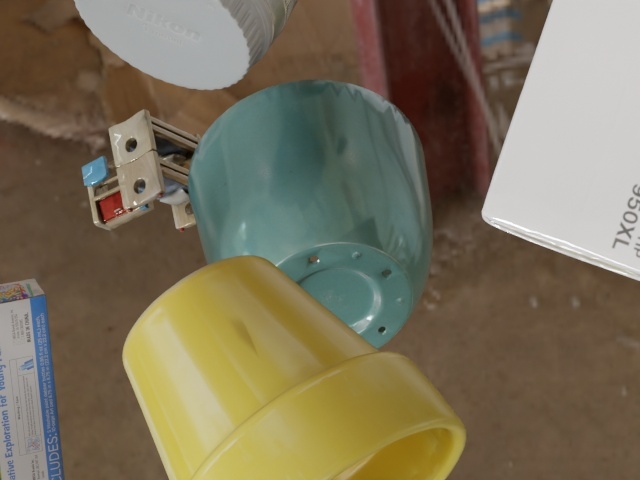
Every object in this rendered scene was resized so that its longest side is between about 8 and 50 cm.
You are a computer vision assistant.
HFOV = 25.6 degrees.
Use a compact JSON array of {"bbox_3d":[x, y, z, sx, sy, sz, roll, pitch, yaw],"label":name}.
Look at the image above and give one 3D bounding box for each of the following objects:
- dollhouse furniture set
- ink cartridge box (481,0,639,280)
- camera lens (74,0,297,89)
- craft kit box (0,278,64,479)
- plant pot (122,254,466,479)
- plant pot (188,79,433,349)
[{"bbox_3d":[-0.263,-0.070,1.947,0.184,0.129,0.129,-24,65,25],"label":"dollhouse furniture set"},{"bbox_3d":[0.309,-0.117,1.185,0.166,0.285,0.395,20,7,24],"label":"ink cartridge box"},{"bbox_3d":[-0.108,-0.322,1.458,0.219,0.219,0.274,12,60,24],"label":"camera lens"},{"bbox_3d":[-0.400,0.181,1.466,0.247,0.250,0.061,-11,24,-24],"label":"craft kit box"},{"bbox_3d":[-0.042,0.150,1.221,0.254,0.254,0.239,-27,62,-22],"label":"plant pot"},{"bbox_3d":[0.000,0.000,1.633,0.293,0.293,0.235,-10,41,-2],"label":"plant pot"}]
